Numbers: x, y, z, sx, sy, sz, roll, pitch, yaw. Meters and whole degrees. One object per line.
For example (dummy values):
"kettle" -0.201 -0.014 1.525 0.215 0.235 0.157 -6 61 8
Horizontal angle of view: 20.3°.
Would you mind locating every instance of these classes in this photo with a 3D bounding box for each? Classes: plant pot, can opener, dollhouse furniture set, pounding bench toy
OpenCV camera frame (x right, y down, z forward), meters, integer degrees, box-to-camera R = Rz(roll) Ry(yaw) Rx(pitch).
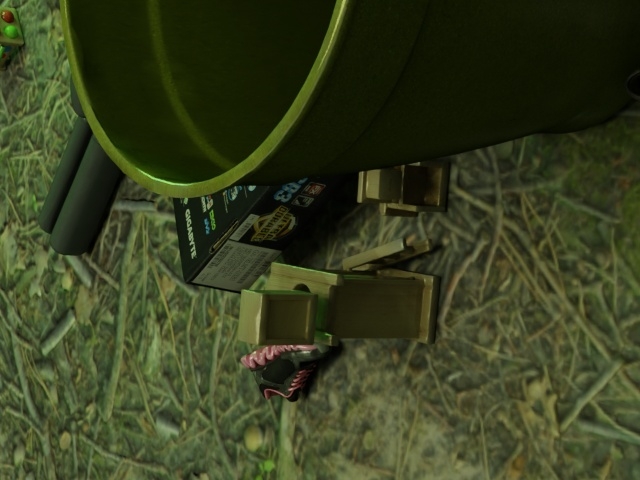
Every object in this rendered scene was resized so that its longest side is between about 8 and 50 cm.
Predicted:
"plant pot" 0.058 -0.207 1.264 0.366 0.353 0.366 -3 86 54
"can opener" -0.252 -0.111 1.891 0.076 0.095 0.283 54 129 41
"dollhouse furniture set" 0.000 0.000 1.471 0.101 0.182 0.161 10 96 52
"pounding bench toy" -0.385 -0.229 2.112 0.065 0.052 0.083 -43 55 43

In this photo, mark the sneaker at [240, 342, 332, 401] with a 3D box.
"sneaker" -0.024 0.117 1.622 0.119 0.047 0.057 -22 85 55

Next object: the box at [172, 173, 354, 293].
"box" -0.046 -0.151 1.600 0.293 0.073 0.295 -46 44 41

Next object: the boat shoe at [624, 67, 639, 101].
"boat shoe" 0.273 -0.104 1.221 0.152 0.049 0.056 -7 82 53
